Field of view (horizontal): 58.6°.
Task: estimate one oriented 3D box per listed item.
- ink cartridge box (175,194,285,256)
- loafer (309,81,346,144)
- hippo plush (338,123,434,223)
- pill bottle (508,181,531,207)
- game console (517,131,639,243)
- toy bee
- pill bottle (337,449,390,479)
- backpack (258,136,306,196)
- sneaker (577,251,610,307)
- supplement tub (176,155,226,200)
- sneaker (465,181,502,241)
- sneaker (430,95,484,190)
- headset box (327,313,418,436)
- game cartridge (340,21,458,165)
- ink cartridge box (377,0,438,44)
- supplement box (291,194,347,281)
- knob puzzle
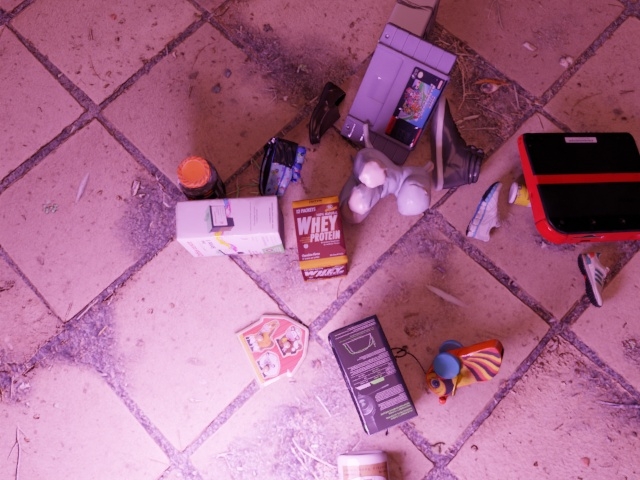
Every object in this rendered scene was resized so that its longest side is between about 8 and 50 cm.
[{"bbox_3d":[-0.248,-0.036,1.615,0.278,0.201,0.117,-3,74,1],"label":"ink cartridge box"},{"bbox_3d":[0.023,-0.394,1.772,0.078,0.080,0.220,18,75,7],"label":"loafer"},{"bbox_3d":[0.196,-0.147,1.664,0.237,0.234,0.294,18,32,-11],"label":"hippo plush"},{"bbox_3d":[0.622,-0.131,1.686,0.116,0.065,0.065,13,75,5],"label":"pill bottle"},{"bbox_3d":[0.784,-0.161,1.665,0.387,0.060,0.341,-2,68,-12],"label":"game console"},{"bbox_3d":[0.351,0.352,1.528,0.195,0.298,0.162,-26,104,-40],"label":"toy bee"},{"bbox_3d":[0.116,0.658,1.443,0.131,0.131,0.229,-5,74,0],"label":"pill bottle"},{"bbox_3d":[-0.120,-0.206,1.689,0.117,0.158,0.173,12,88,-13],"label":"backpack"},{"bbox_3d":[0.790,0.107,1.617,0.075,0.057,0.161,-11,71,4],"label":"sneaker"},{"bbox_3d":[-0.348,-0.166,1.662,0.117,0.190,0.116,-1,74,2],"label":"supplement tub"},{"bbox_3d":[0.502,-0.082,1.681,0.083,0.071,0.190,26,85,2],"label":"sneaker"},{"bbox_3d":[0.415,-0.294,1.725,0.147,0.104,0.295,0,80,0],"label":"sneaker"},{"bbox_3d":[0.131,0.359,1.470,0.131,0.246,0.283,-21,76,-5],"label":"headset box"},{"bbox_3d":[0.225,-0.421,1.673,0.230,0.068,0.355,31,120,13],"label":"game cartridge"},{"bbox_3d":[0.274,-0.656,1.777,0.115,0.198,0.272,23,77,8],"label":"ink cartridge box"},{"bbox_3d":[0.000,0.000,1.601,0.129,0.194,0.191,-8,74,0],"label":"supplement box"},{"bbox_3d":[-0.122,0.295,1.607,0.213,0.030,0.213,0,74,2],"label":"knob puzzle"}]
